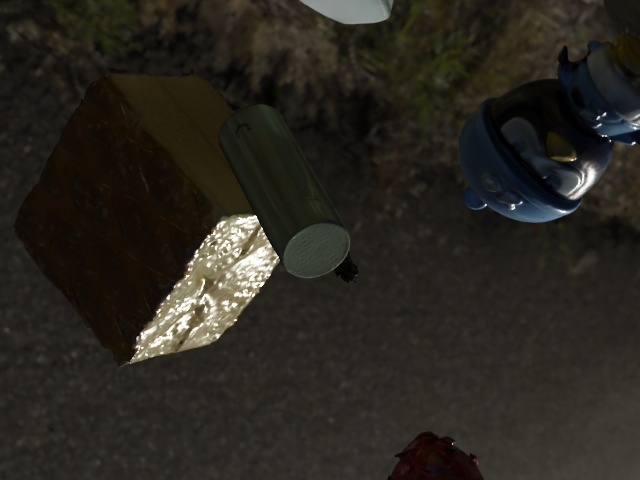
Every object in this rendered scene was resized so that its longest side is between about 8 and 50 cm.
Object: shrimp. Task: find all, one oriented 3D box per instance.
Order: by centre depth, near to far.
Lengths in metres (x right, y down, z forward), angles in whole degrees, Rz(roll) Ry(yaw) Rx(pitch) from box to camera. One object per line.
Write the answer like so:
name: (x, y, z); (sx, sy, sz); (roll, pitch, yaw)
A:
shrimp: (0.000, 0.000, 1.781); (0.091, 0.161, 0.034); (11, 123, -34)

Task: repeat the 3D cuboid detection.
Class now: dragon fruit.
dragon fruit: (0.143, 0.318, 1.683); (0.133, 0.166, 0.136); (-36, 170, 15)

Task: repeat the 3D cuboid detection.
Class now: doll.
doll: (0.282, -0.125, 1.684); (0.314, 0.177, 0.141); (-40, -170, 41)

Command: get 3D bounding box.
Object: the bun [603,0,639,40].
bun: (0.500, -0.278, 1.774); (0.205, 0.281, 0.281); (-31, 152, -6)

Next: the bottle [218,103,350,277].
bottle: (-0.038, -0.051, 1.363); (0.072, 0.201, 0.072); (-13, 132, -15)

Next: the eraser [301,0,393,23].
eraser: (0.031, -0.394, 1.469); (0.189, 0.104, 0.290); (31, 64, -52)

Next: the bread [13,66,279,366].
bread: (-0.200, -0.029, 1.748); (0.207, 0.279, 0.279); (-10, 140, -51)
